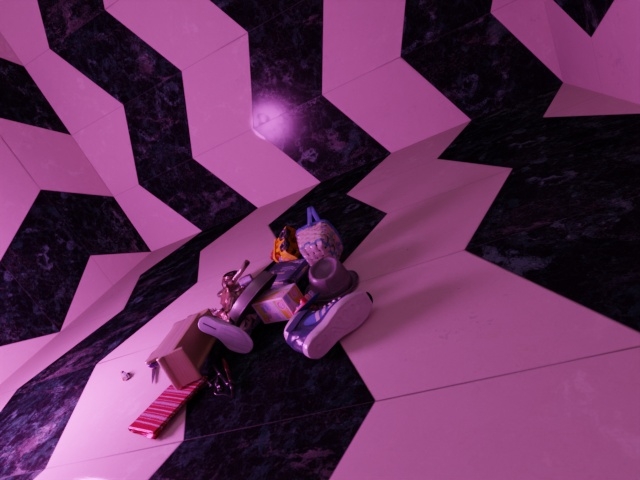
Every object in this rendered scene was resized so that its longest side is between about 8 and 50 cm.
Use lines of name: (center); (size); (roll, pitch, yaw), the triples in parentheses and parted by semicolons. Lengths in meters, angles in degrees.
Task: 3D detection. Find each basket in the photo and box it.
basket: (0.000, 0.000, 2.041); (0.201, 0.254, 0.288); (-24, 39, 14)

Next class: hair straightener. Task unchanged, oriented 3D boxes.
hair straightener: (-0.363, 0.518, 1.512); (0.089, 0.047, 0.230); (-33, 25, -14)

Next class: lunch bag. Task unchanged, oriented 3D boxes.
lunch bag: (-0.410, 0.223, 2.278); (0.071, 0.053, 0.083); (-28, 8, -3)

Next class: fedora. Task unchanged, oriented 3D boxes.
fedora: (0.032, 0.152, 1.769); (0.244, 0.124, 0.275); (-14, 22, 16)

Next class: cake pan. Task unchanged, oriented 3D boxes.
cake pan: (-0.302, 0.249, 1.840); (0.293, 0.054, 0.293); (-52, -6, -7)

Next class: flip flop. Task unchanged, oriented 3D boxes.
flip flop: (-0.496, 0.203, 2.296); (0.277, 0.080, 0.112); (-50, 11, 20)

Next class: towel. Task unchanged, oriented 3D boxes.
towel: (-0.566, 0.611, 1.542); (0.199, 0.031, 0.275); (-13, 22, 39)

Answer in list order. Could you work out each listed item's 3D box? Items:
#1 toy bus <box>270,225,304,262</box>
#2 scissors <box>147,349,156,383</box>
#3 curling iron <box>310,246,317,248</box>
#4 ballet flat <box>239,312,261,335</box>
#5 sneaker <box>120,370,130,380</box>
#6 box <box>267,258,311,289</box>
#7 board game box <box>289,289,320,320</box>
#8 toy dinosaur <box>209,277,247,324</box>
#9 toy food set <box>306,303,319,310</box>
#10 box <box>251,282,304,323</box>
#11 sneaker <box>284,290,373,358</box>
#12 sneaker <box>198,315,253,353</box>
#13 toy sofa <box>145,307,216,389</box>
toy bus: (-0.197, 0.063, 2.281); (0.211, 0.150, 0.220); (-39, 33, 27)
scissors: (-0.770, 0.582, 1.894); (0.109, 0.021, 0.297); (-23, 21, 3)
curling iron: (-0.110, 0.053, 2.353); (0.274, 0.035, 0.068); (-3, 49, 42)
ballet flat: (-0.308, 0.358, 1.795); (0.070, 0.070, 0.188); (-19, 21, 22)
sneaker: (-0.915, 0.633, 1.938); (0.037, 0.031, 0.083); (-22, 20, -28)
box: (-0.183, 0.173, 2.105); (0.233, 0.059, 0.183); (-11, 26, 39)
board game box: (-0.072, 0.252, 1.615); (0.169, 0.033, 0.133); (-41, -14, -20)
toy dinosaur: (-0.462, 0.305, 2.065); (0.296, 0.127, 0.200); (-174, 109, -83)
toy food set: (-0.041, 0.282, 1.717); (0.078, 0.019, 0.122); (-23, 12, 11)
box: (-0.173, 0.268, 1.744); (0.203, 0.114, 0.103); (-18, 21, 40)
sneaker: (0.009, 0.273, 1.505); (0.323, 0.130, 0.236); (-40, 27, -19)
sneaker: (-0.374, 0.376, 1.692); (0.094, 0.258, 0.091); (-65, -19, 3)
toy sofa: (-0.553, 0.446, 1.717); (0.177, 0.150, 0.362); (-24, 14, 8)
